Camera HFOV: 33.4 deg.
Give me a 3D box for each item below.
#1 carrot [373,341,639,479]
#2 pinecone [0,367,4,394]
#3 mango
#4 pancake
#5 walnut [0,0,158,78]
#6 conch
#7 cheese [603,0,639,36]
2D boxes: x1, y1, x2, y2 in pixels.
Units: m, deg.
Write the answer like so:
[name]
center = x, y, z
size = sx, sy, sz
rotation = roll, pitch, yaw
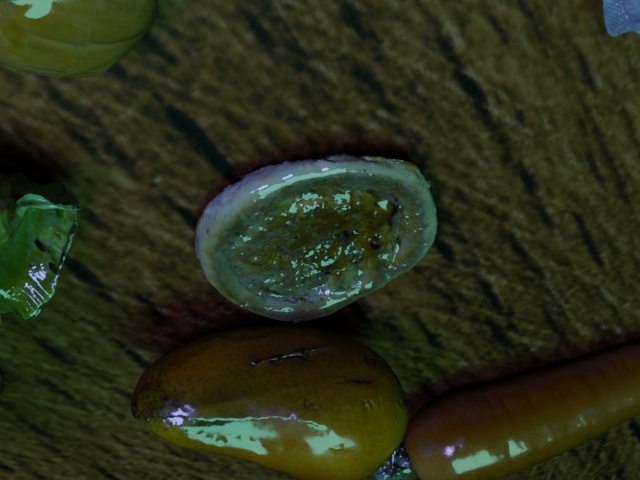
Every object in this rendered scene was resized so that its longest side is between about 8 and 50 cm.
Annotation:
[carrot]
center = 0.192, 0.108, 0.746
size = 0.336, 0.069, 0.069
rotation = -19, 140, -1
[pinecone]
center = -0.263, 0.084, 0.488
size = 0.212, 0.169, 0.186
rotation = 12, 124, -6
[mango]
center = -0.027, 0.087, 0.627
size = 0.159, 0.105, 0.084
rotation = 18, 100, -15
[pancake]
center = 0.000, 0.000, 0.589
size = 0.139, 0.022, 0.139
rotation = -9, 140, -8
[walnut]
center = -0.117, -0.099, 0.418
size = 0.121, 0.052, 0.091
rotation = 21, 130, -33
[conch]
center = -0.154, 0.002, 0.501
size = 0.089, 0.074, 0.121
rotation = -12, 138, -9
[cheese]
center = 0.220, -0.139, 0.490
size = 0.190, 0.042, 0.105
rotation = -20, 141, 1
